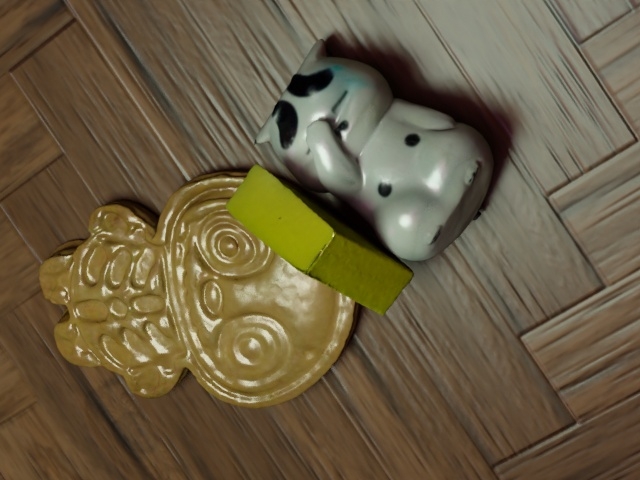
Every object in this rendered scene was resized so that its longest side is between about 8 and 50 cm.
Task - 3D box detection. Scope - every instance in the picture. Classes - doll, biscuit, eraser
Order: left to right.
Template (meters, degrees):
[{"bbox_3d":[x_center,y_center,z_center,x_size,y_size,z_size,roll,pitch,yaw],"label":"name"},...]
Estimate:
[{"bbox_3d":[-0.105,0.043,1.310,0.288,0.044,0.202,-3,105,19],"label":"biscuit"},{"bbox_3d":[0.000,0.000,1.169,0.097,0.122,0.045,41,96,35],"label":"eraser"},{"bbox_3d":[0.041,-0.066,1.184,0.180,0.107,0.110,34,95,7],"label":"doll"}]
